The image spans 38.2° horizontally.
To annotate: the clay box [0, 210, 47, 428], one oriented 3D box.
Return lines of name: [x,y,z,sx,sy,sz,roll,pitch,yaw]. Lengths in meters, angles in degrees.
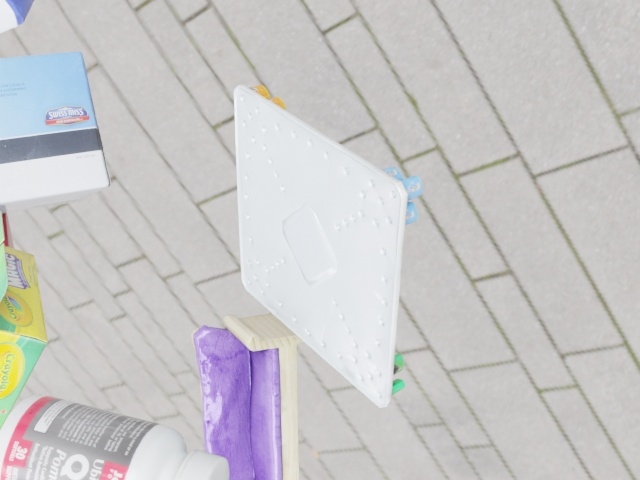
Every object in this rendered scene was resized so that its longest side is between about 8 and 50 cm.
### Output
clay box: [-0.269,0.099,0.706,0.053,0.127,0.222,23,109,-31]

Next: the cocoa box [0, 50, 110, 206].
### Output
cocoa box: [-0.552,-0.157,1.488,0.231,0.347,0.227,-9,93,63]

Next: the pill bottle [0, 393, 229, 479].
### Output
pill bottle: [-0.304,0.344,1.360,0.319,0.176,0.176,11,130,13]

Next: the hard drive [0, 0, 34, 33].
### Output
hard drive: [-0.298,-0.358,0.823,0.040,0.318,0.210,-17,132,20]

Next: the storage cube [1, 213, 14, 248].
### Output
storage cube: [-0.626,0.074,1.620,0.215,0.184,0.193,103,155,-53]

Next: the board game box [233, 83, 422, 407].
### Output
board game box: [0.000,0.000,1.403,0.390,0.050,0.389,36,138,41]

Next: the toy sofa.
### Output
toy sofa: [-0.119,0.320,1.652,0.150,0.177,0.362,-153,59,-64]
